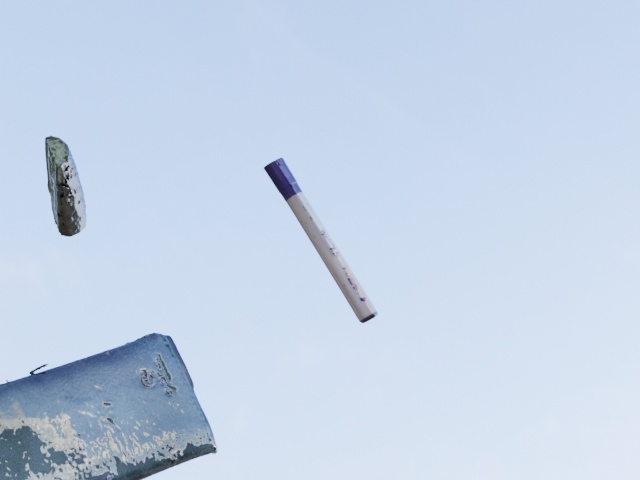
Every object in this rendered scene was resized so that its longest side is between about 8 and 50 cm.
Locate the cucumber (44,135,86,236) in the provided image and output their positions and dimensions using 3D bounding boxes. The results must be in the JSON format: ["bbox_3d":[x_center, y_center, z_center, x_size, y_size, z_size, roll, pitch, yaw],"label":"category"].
[{"bbox_3d":[-0.453,-0.100,2.218,0.062,0.078,0.211,-16,-32,-20],"label":"cucumber"}]

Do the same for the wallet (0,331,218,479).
[{"bbox_3d":[-0.320,0.249,1.595,0.379,0.191,0.046,-17,-10,-38],"label":"wallet"}]

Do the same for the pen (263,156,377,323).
[{"bbox_3d":[0.000,0.000,1.763,0.269,0.033,0.033,59,-41,7],"label":"pen"}]
